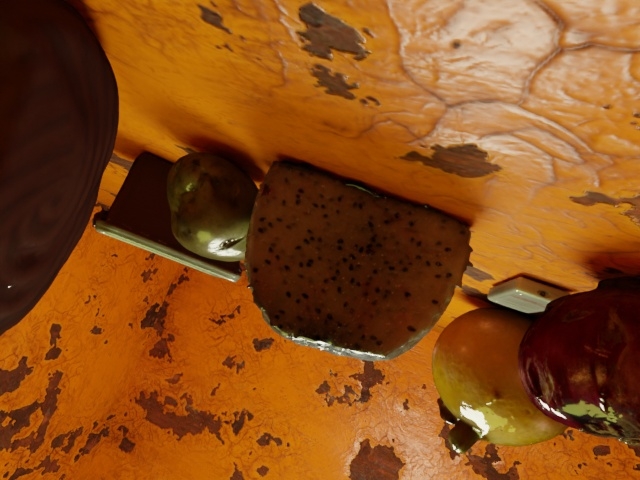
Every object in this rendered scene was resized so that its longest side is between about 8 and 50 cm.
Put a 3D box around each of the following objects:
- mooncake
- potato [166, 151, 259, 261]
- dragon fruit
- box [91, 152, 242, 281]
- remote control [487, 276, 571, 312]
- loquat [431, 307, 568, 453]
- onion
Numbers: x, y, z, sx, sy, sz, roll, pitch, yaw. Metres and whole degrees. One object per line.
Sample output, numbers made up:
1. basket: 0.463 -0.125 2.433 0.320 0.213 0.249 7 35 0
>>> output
1. mooncake: -0.295 -0.072 0.395 0.174 0.325 0.333 24 138 -9
2. potato: -0.147 -0.045 0.716 0.137 0.154 0.200 -2 166 8
3. dragon fruit: 0.033 0.046 0.654 0.283 0.221 0.204 17 165 4
4. box: -0.277 -0.043 0.952 0.294 0.167 0.193 25 172 -25
5. remote control: 0.350 0.096 0.822 0.088 0.029 0.190 19 171 9
6. loquat: 0.400 0.324 1.092 0.328 0.359 0.328 37 160 16
7. onion: 0.361 0.138 0.558 0.247 0.190 0.246 -3 169 -1
